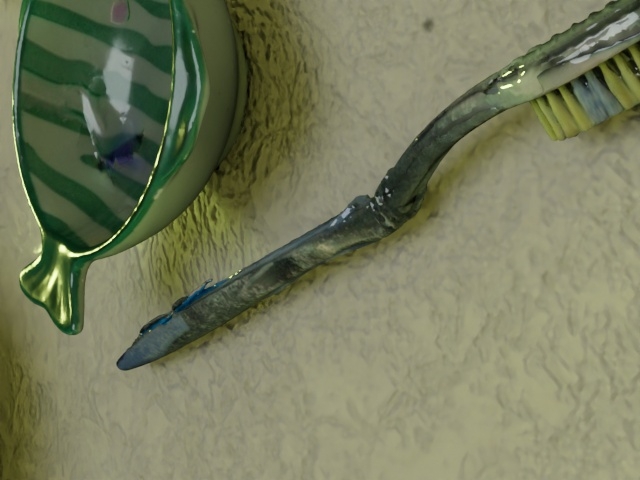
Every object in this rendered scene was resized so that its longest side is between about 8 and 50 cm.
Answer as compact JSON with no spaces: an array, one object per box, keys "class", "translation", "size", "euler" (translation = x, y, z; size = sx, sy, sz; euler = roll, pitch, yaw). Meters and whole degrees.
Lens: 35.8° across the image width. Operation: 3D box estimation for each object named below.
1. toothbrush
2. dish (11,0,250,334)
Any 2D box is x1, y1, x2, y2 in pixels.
[{"class":"toothbrush","translation":[0.000,0.000,0.468],"size":[0.413,0.035,0.042],"euler":[-31,94,46]},{"class":"dish","translation":[-0.103,-0.073,0.558],"size":[0.224,0.078,0.246],"euler":[30,111,46]}]
